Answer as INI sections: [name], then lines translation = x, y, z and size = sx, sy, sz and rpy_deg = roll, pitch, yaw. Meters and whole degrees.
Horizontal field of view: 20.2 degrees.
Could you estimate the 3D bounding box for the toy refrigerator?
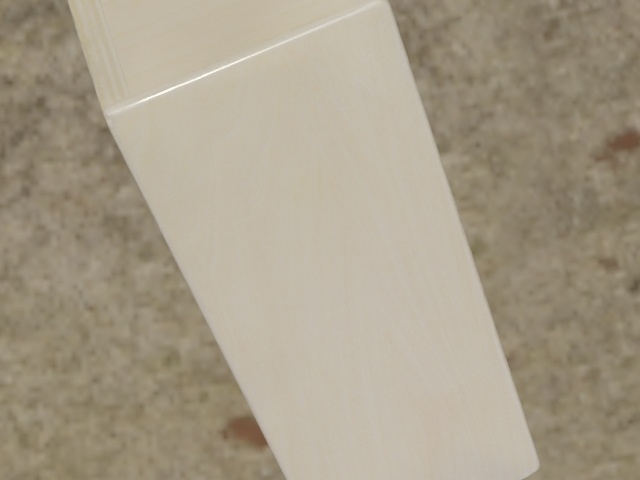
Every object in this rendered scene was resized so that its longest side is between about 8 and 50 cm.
[toy refrigerator]
translation = 0.000, 0.000, 0.701
size = 0.102, 0.094, 0.269
rpy_deg = -23, 134, 0
